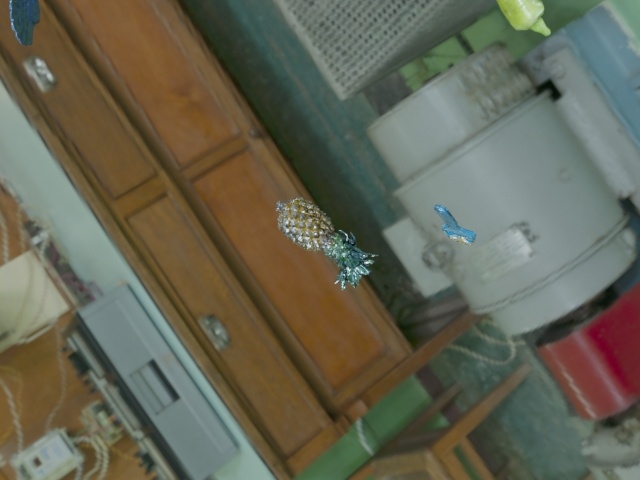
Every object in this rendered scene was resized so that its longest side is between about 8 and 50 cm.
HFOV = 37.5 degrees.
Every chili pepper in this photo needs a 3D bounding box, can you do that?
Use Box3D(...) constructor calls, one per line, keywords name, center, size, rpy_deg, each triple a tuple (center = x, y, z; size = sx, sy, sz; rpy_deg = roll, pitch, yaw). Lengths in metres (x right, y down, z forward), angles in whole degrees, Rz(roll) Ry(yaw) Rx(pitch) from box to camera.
Box3D(name="chili pepper", center=(0.175, -0.289, 0.887), size=(0.049, 0.043, 0.208), rpy_deg=(16, 127, 52))

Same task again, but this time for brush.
Box3D(name="brush", center=(0.187, -0.023, 1.337), size=(0.051, 0.014, 0.164), rpy_deg=(16, 171, 24))

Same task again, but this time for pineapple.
Box3D(name="pineapple", center=(0.000, 0.000, 1.772), size=(0.221, 0.083, 0.103), rpy_deg=(40, 111, 5))

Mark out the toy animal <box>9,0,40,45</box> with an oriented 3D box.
Box3D(name="toy animal", center=(-0.321, -0.363, 1.075), size=(0.176, 0.239, 0.256), rpy_deg=(-98, 10, -58))
